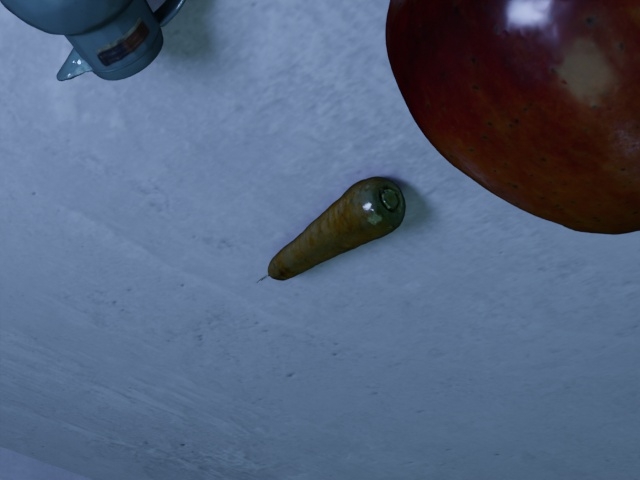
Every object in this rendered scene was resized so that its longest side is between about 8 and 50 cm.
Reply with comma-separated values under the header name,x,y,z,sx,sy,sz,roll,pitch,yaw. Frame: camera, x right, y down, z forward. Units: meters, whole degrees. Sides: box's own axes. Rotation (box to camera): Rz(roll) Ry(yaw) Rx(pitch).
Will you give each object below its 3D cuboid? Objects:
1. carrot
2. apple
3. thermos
name,x,y,z,sx,sy,sz,roll,pitch,yaw
carrot,0.000,0.000,1.063,0.078,0.078,0.298,29,143,-25
apple,0.251,-0.166,0.737,0.365,0.295,0.328,38,173,-32
thermos,-0.219,-0.274,0.689,0.182,0.145,0.287,-32,139,-1
